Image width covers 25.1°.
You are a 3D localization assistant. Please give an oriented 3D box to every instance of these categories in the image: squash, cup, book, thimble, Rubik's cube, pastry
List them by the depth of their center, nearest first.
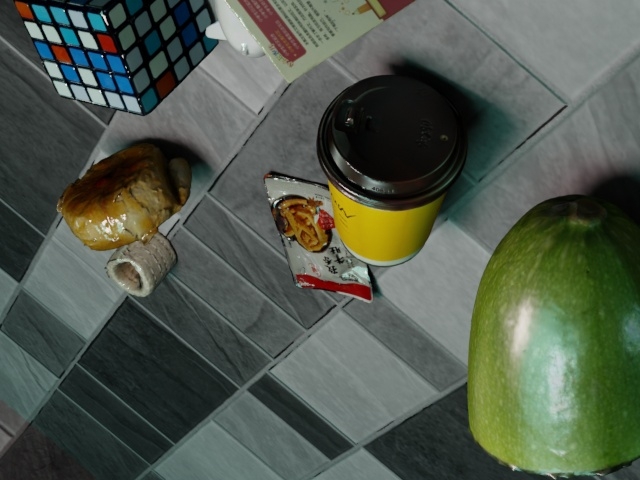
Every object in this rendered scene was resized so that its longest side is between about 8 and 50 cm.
[{"bbox_3d":[0.008,-0.309,1.717,0.232,0.022,0.162,-31,114,18],"label":"book"},{"bbox_3d":[0.301,0.091,1.816,0.310,0.310,0.309,10,134,38],"label":"squash"},{"bbox_3d":[0.091,-0.082,1.916,0.196,0.196,0.279,29,155,15],"label":"cup"},{"bbox_3d":[-0.280,-0.306,1.992,0.182,0.187,0.184,16,140,34],"label":"Rubik's cube"},{"bbox_3d":[-0.315,-0.070,2.300,0.229,0.218,0.100,-20,121,24],"label":"pastry"},{"bbox_3d":[-0.323,0.040,2.577,0.102,0.090,0.115,26,148,20],"label":"thimble"}]

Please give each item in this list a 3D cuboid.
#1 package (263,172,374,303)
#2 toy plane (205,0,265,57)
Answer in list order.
[{"bbox_3d":[0.000,0.000,2.250,0.154,0.030,0.239,14,140,32],"label":"package"},{"bbox_3d":[-0.078,-0.331,1.813,0.267,0.122,0.267,11,145,8],"label":"toy plane"}]
